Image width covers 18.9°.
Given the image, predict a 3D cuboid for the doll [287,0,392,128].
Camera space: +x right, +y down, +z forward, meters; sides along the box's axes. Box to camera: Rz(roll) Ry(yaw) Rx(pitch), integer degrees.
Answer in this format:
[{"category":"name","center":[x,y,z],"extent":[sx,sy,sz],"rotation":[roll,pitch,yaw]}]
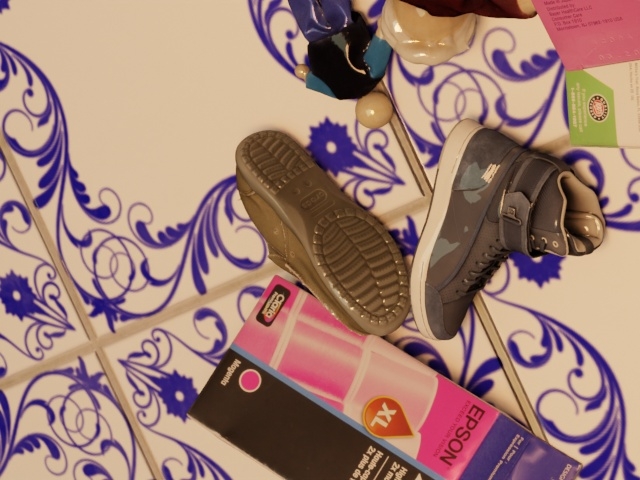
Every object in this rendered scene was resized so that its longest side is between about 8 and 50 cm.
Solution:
[{"category":"doll","center":[0.022,-0.197,1.887],"extent":[0.129,0.046,0.189],"rotation":[-21,94,38]}]

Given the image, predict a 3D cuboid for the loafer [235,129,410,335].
[{"category":"loafer","center":[0.000,0.000,1.955],"extent":[0.251,0.094,0.087],"rotation":[54,151,18]}]

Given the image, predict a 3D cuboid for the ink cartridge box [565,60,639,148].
[{"category":"ink cartridge box","center":[0.326,-0.163,1.666],"extent":[0.219,0.092,0.160],"rotation":[5,109,32]}]

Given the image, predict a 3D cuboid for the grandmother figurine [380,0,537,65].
[{"category":"grandmother figurine","center":[0.112,-0.249,1.680],"extent":[0.208,0.104,0.342],"rotation":[29,162,5]}]

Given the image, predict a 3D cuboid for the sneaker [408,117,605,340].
[{"category":"sneaker","center":[0.177,0.016,1.831],"extent":[0.163,0.086,0.226],"rotation":[24,117,28]}]

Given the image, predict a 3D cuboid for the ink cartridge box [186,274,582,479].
[{"category":"ink cartridge box","center":[0.060,0.200,1.938],"extent":[0.371,0.069,0.176],"rotation":[31,86,19]}]

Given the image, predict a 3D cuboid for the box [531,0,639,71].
[{"category":"box","center":[0.303,-0.267,1.539],"extent":[0.213,0.243,0.117],"rotation":[-5,130,35]}]
